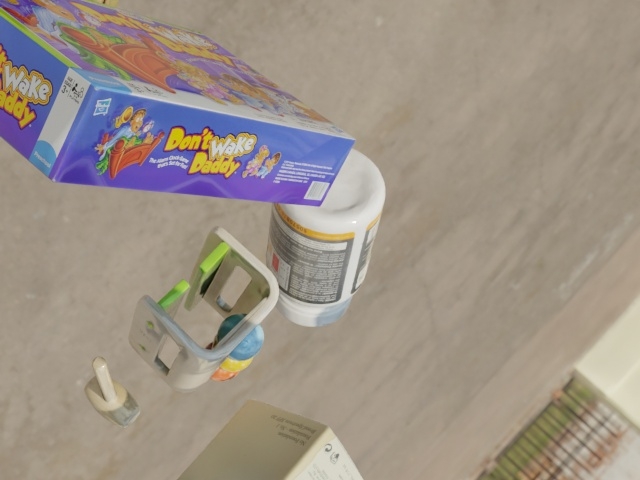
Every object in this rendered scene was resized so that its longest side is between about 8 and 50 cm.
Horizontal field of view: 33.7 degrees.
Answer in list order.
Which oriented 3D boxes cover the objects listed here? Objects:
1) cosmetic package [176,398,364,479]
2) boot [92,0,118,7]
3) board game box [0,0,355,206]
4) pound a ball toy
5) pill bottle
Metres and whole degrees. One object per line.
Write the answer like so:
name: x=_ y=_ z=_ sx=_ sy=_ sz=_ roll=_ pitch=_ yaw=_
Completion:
cosmetic package: x=-0.109 y=0.342 z=1.216 sx=0.309 sy=0.160 sz=0.113 roll=-46 pitch=123 yaw=-28
boot: x=-0.372 y=-0.350 z=1.165 sx=0.269 sy=0.236 sz=0.089 roll=-17 pitch=-169 yaw=-32
board game box: x=-0.156 y=-0.129 z=0.917 sx=0.347 sy=0.233 sz=0.078 roll=2 pitch=121 yaw=-58
pound a ball toy: x=-0.165 y=0.135 z=1.267 sx=0.208 sy=0.136 sz=0.319 roll=-46 pitch=178 yaw=-21
pill bottle: x=0.000 y=0.000 z=1.589 sx=0.162 sy=0.162 sz=0.278 roll=-36 pitch=155 yaw=-30
